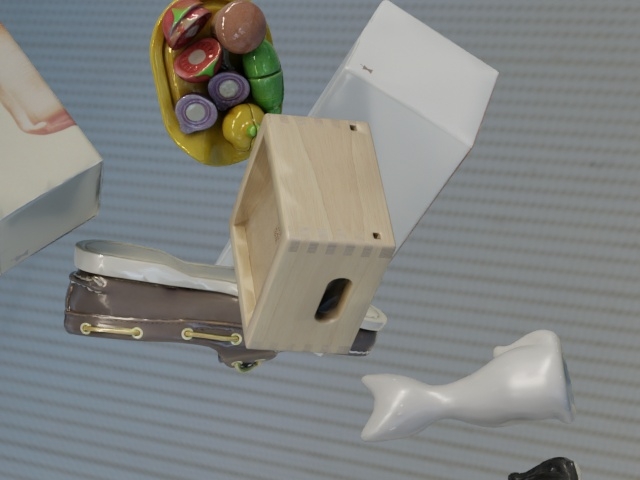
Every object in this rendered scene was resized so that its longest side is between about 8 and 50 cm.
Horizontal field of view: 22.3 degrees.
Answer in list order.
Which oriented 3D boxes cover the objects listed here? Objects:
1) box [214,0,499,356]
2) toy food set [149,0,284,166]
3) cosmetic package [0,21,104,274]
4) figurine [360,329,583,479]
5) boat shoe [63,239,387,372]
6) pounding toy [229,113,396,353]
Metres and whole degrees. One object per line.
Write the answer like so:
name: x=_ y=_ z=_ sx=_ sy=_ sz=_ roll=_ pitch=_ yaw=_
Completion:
box: x=0.037 y=-0.073 z=1.907 sx=0.345 sy=0.168 sz=0.215 roll=-56 pitch=4 yaw=32
toy food set: x=-0.095 y=-0.175 z=1.575 sx=0.128 sy=0.217 sz=0.071 roll=-18 pitch=16 yaw=-18
cosmetic package: x=-0.350 y=-0.134 z=1.614 sx=0.129 sy=0.153 sz=0.296 roll=-33 pitch=79 yaw=-20
figurine: x=0.140 y=0.204 z=1.537 sx=0.209 sy=0.092 sz=0.214 roll=-11 pitch=60 yaw=12
boat shoe: x=-0.097 y=0.078 z=1.650 sx=0.116 sy=0.324 sz=0.096 roll=-120 pitch=43 yaw=-78
pounding toy: x=0.000 y=0.000 z=1.070 sx=0.100 sy=0.141 sz=0.130 roll=4 pitch=48 yaw=-16
